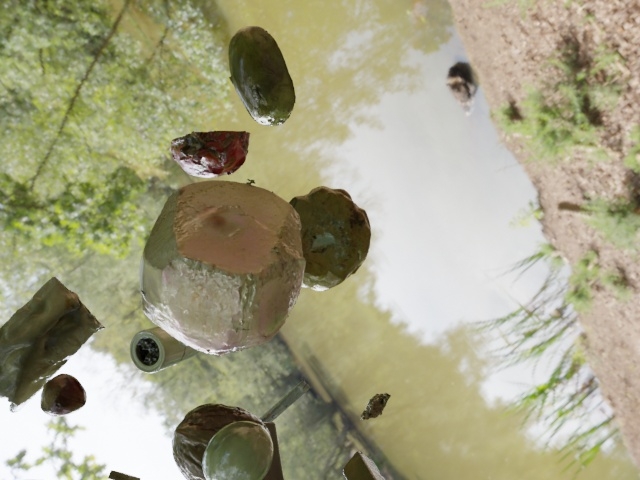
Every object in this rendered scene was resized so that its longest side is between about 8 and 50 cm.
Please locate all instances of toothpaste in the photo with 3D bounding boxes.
[{"bbox_3d":[-0.121,0.503,2.000,0.052,0.218,0.033,50,179,-40],"label":"toothpaste"}]

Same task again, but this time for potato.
[{"bbox_3d":[-0.174,-0.429,1.757,0.160,0.111,0.271,-9,102,47],"label":"potato"}]

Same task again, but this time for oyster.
[{"bbox_3d":[0.200,0.586,2.386,0.148,0.103,0.051,-2,-150,-47],"label":"oyster"}]

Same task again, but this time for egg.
[{"bbox_3d":[-0.142,0.376,1.157,0.114,0.152,0.114,29,-149,-19],"label":"egg"}]

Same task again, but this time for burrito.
[{"bbox_3d":[-0.725,0.274,1.691,0.190,0.332,0.135,46,163,-20],"label":"burrito"}]

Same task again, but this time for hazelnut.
[{"bbox_3d":[-0.453,0.276,1.175,0.086,0.086,0.086,51,170,13],"label":"hazelnut"}]

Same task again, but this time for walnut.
[{"bbox_3d":[-0.207,0.426,1.368,0.230,0.178,0.178,34,-177,-36],"label":"walnut"}]

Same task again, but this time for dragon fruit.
[{"bbox_3d":[-0.363,-0.267,2.054,0.211,0.262,0.134,15,-111,-75],"label":"dragon fruit"}]

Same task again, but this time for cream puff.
[{"bbox_3d":[0.001,-0.001,2.116,0.291,0.324,0.257,13,171,-4],"label":"cream puff"}]

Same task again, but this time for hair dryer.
[{"bbox_3d":[-0.360,0.261,1.936,0.128,0.362,0.203,65,-157,8],"label":"hair dryer"}]

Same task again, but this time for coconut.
[{"bbox_3d":[-0.234,0.083,1.568,0.404,0.405,0.404,51,170,13],"label":"coconut"}]

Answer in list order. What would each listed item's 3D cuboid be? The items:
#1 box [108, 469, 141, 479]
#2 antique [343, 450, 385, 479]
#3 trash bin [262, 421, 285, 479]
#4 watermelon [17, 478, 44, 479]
[{"bbox_3d":[-0.498,0.605,1.691,0.053,0.024,0.083,12,157,11],"label":"box"},{"bbox_3d":[0.163,0.760,2.003,0.093,0.087,0.310,40,179,-20],"label":"antique"},{"bbox_3d":[-0.207,0.629,1.793,0.219,0.220,0.250,25,-127,-59],"label":"trash bin"},{"bbox_3d":[-0.769,0.800,1.874,0.331,0.189,0.330,16,113,42],"label":"watermelon"}]
